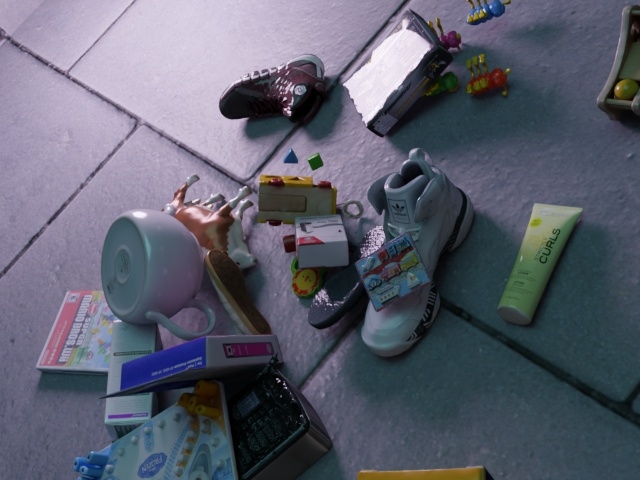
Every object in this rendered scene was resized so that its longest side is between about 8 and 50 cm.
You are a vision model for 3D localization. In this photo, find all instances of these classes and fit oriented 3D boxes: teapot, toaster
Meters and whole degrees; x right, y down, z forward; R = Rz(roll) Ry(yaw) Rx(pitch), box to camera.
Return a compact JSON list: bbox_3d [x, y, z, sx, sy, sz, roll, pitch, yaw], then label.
[{"bbox_3d":[-0.322,0.058,1.721,0.252,0.187,0.256,11,96,51],"label":"teapot"},{"bbox_3d":[-0.088,0.333,1.495,0.185,0.110,0.168,-41,47,1],"label":"toaster"}]

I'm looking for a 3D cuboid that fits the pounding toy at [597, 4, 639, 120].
[{"bbox_3d":[0.619,-0.333,1.504,0.154,0.154,0.270,15,68,38],"label":"pounding toy"}]

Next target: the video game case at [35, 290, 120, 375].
[{"bbox_3d":[-0.507,0.207,1.904,0.285,0.025,0.204,-3,57,30],"label":"video game case"}]

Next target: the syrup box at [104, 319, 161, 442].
[{"bbox_3d":[-0.379,0.284,1.703,0.096,0.093,0.237,-2,52,-3],"label":"syrup box"}]

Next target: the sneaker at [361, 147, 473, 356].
[{"bbox_3d":[0.145,0.014,1.509,0.137,0.210,0.366,13,66,38],"label":"sneaker"}]

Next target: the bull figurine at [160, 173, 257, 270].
[{"bbox_3d":[-0.244,-0.036,1.865,0.310,0.101,0.188,19,65,35],"label":"bull figurine"}]

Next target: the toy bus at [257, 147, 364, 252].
[{"bbox_3d":[-0.041,-0.089,1.767,0.191,0.202,0.104,-39,16,11],"label":"toy bus"}]

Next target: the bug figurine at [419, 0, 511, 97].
[{"bbox_3d":[0.311,-0.403,1.801,0.216,0.072,0.279,-13,57,32],"label":"bug figurine"}]

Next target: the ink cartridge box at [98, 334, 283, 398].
[{"bbox_3d":[-0.221,0.222,1.494,0.175,0.371,0.069,-20,80,18],"label":"ink cartridge box"}]

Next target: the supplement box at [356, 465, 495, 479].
[{"bbox_3d":[0.155,0.515,1.144,0.194,0.195,0.357,-9,51,26],"label":"supplement box"}]

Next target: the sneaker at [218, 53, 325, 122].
[{"bbox_3d":[-0.113,-0.328,1.991,0.281,0.106,0.163,-24,52,15],"label":"sneaker"}]

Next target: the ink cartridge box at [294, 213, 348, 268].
[{"bbox_3d":[0.000,0.000,1.660,0.099,0.056,0.135,-4,25,-4],"label":"ink cartridge box"}]

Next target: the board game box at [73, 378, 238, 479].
[{"bbox_3d":[-0.296,0.492,1.467,0.390,0.050,0.390,-34,50,26],"label":"board game box"}]

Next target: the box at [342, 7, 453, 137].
[{"bbox_3d":[0.163,-0.365,1.820,0.231,0.056,0.183,-47,39,22],"label":"box"}]

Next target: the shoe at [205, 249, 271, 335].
[{"bbox_3d":[-0.180,0.118,1.695,0.058,0.076,0.219,-42,71,32],"label":"shoe"}]

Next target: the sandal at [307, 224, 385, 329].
[{"bbox_3d":[0.074,0.078,1.613,0.254,0.054,0.097,-50,30,-21],"label":"sandal"}]

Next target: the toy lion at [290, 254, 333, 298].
[{"bbox_3d":[-0.027,0.067,1.706,0.096,0.034,0.100,-52,47,0],"label":"toy lion"}]

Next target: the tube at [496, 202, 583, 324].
[{"bbox_3d":[0.377,0.032,1.462,0.070,0.062,0.240,30,66,0],"label":"tube"}]

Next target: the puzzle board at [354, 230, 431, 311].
[{"bbox_3d":[0.123,0.055,1.442,0.128,0.011,0.096,-33,72,35],"label":"puzzle board"}]
